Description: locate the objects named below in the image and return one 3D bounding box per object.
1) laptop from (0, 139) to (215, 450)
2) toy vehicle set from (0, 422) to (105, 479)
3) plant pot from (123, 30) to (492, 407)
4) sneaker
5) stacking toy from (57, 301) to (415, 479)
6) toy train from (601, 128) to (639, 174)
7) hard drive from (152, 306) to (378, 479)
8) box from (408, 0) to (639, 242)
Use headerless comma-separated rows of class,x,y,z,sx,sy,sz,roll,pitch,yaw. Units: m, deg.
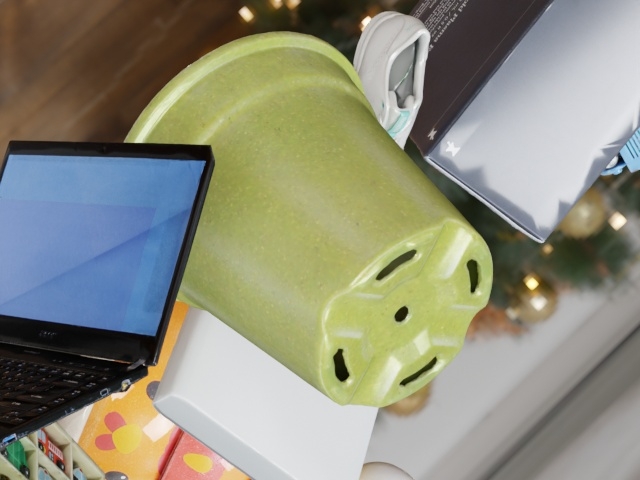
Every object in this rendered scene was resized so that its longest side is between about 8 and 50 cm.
laptop,-0.228,0.032,1.103,0.234,0.264,0.136,4,110,43
toy vehicle set,-0.275,0.251,1.604,0.267,0.035,0.166,62,-163,-54
plant pot,0.000,0.000,1.387,0.254,0.276,0.276,42,169,39
sneaker,0.058,-0.111,1.564,0.080,0.212,0.094,7,-170,-24
stacking toy,-0.078,0.249,2.047,0.480,0.350,0.350,25,169,3
toy train,0.387,-0.145,2.011,0.080,0.105,0.184,60,-149,-16
hard drive,-0.025,0.089,1.692,0.233,0.353,0.047,39,135,-22
box,0.244,-0.223,1.813,0.179,0.343,0.312,34,-168,-21
